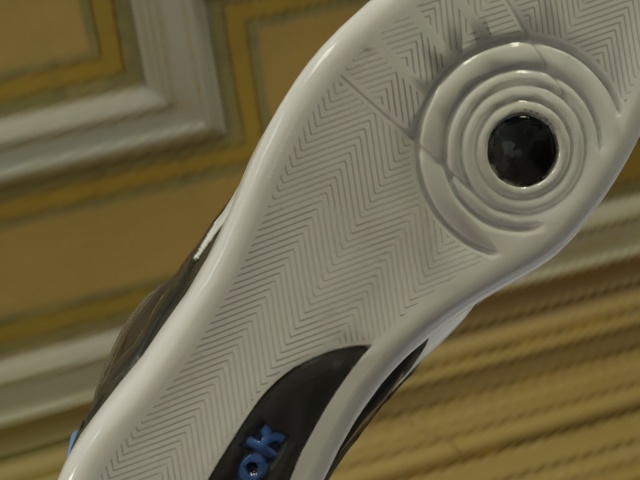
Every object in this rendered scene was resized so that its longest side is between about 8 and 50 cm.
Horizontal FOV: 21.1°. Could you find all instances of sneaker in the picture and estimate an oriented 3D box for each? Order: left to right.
[{"bbox_3d":[0.000,0.000,0.475,0.079,0.121,0.217,40,-91,-10],"label":"sneaker"}]
